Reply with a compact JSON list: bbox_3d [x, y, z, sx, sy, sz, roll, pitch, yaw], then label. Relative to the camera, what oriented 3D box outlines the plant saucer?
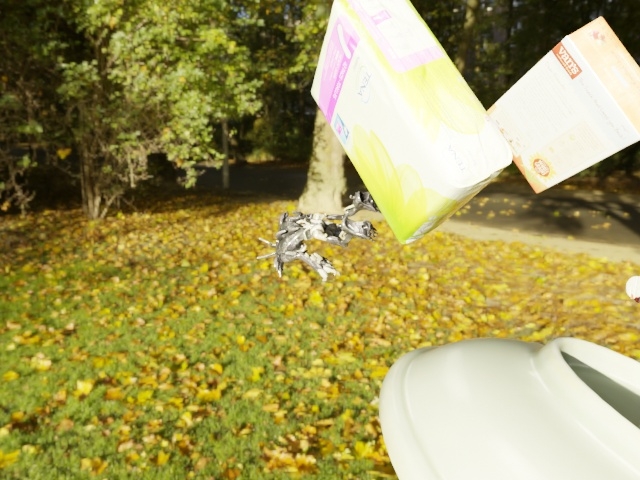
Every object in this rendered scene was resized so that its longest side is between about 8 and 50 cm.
[{"bbox_3d":[0.242,0.170,0.390,0.401,0.100,0.400,23,16,-7],"label":"plant saucer"}]

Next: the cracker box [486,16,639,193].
[{"bbox_3d":[0.346,-0.176,0.762,0.067,0.155,0.232,-31,-5,-13],"label":"cracker box"}]

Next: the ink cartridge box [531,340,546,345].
[{"bbox_3d":[0.501,0.283,1.111,0.109,0.063,0.150,17,20,-32],"label":"ink cartridge box"}]

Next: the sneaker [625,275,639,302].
[{"bbox_3d":[0.766,0.125,1.208,0.065,0.061,0.158,13,8,-27],"label":"sneaker"}]

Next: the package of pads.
[{"bbox_3d":[0.106,-0.166,0.734,0.101,0.296,0.229,-27,-11,-17],"label":"package of pads"}]

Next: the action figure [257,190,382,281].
[{"bbox_3d":[0.000,0.000,1.114,0.276,0.164,0.141,-20,-43,37],"label":"action figure"}]
